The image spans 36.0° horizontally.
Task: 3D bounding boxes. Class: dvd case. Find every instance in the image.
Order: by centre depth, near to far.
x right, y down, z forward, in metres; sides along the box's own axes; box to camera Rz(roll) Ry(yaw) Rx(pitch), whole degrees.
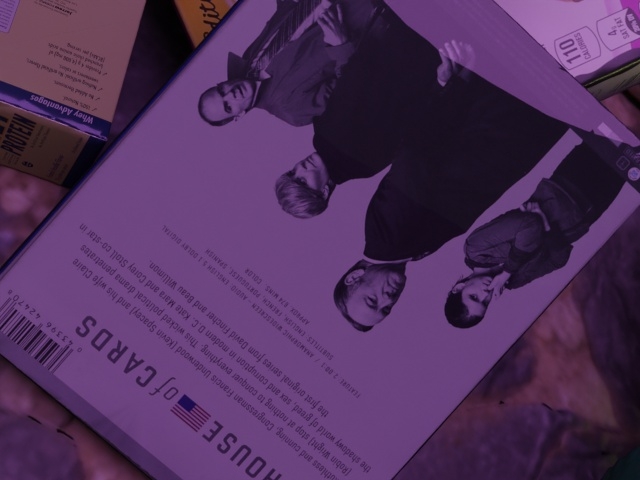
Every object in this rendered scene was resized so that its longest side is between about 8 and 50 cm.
[{"bbox_3d":[0.000,0.000,0.407,0.179,0.029,0.239,42,92,-7],"label":"dvd case"}]

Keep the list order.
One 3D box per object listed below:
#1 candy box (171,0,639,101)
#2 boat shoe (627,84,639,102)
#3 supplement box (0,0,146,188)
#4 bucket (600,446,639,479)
[{"bbox_3d":[0.054,-0.119,0.466,0.233,0.071,0.159,-25,83,-1],"label":"candy box"},{"bbox_3d":[0.276,-0.108,0.613,0.109,0.098,0.302,-33,78,-31],"label":"boat shoe"},{"bbox_3d":[-0.128,-0.081,0.427,0.083,0.056,0.083,20,63,-20],"label":"supplement box"},{"bbox_3d":[0.202,0.208,0.369,0.281,0.281,0.183,35,53,-11],"label":"bucket"}]
